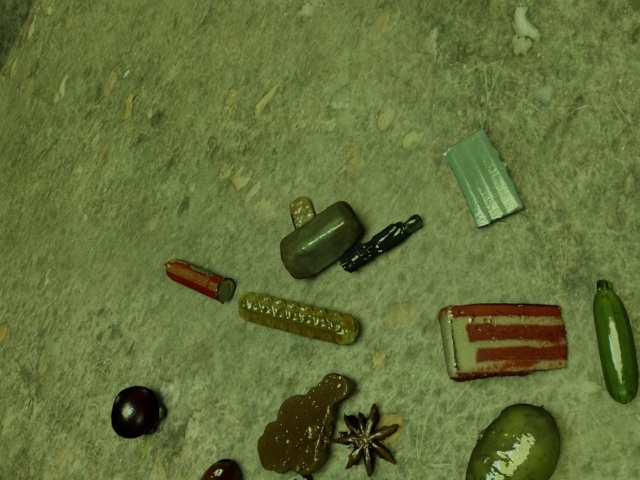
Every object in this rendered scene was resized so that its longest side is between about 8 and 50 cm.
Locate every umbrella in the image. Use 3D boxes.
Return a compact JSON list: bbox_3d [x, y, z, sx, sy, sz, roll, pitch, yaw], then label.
[{"bbox_3d":[0.153,0.004,1.373,0.236,0.059,0.066,-34,21,11],"label":"umbrella"}]

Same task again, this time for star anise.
[{"bbox_3d":[0.108,0.466,1.262,0.168,0.057,0.167,-8,72,27],"label":"star anise"}]

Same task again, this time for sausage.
[{"bbox_3d":[-0.374,0.111,1.602,0.264,0.083,0.083,18,84,31],"label":"sausage"}]

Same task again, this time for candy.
[{"bbox_3d":[0.000,0.000,1.418,0.234,0.102,0.104,-33,43,12],"label":"candy"}]

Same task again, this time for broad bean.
[{"bbox_3d":[-0.259,0.649,1.384,0.114,0.084,0.165,-5,79,21],"label":"broad bean"}]

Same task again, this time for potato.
[{"bbox_3d":[0.391,0.441,1.095,0.149,0.113,0.251,28,81,38],"label":"potato"}]

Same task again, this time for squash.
[{"bbox_3d":[0.591,0.197,1.085,0.066,0.066,0.251,-10,71,25],"label":"squash"}]

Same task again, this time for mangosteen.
[{"bbox_3d":[-0.521,0.491,1.543,0.153,0.152,0.152,-8,72,25],"label":"mangosteen"}]

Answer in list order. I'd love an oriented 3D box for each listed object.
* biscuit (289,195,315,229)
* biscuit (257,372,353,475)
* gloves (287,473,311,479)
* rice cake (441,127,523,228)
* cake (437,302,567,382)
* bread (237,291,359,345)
[{"bbox_3d":[-0.045,-0.059,1.515,0.071,0.018,0.147,-25,64,16],"label":"biscuit"},{"bbox_3d":[-0.032,0.456,1.332,0.183,0.047,0.319,38,97,39],"label":"biscuit"},{"bbox_3d":[-0.057,0.608,1.325,0.064,0.026,0.086,25,93,32],"label":"gloves"},{"bbox_3d":[0.391,-0.153,1.303,0.127,0.043,0.237,-28,66,17],"label":"rice cake"},{"bbox_3d":[0.386,0.228,1.193,0.262,0.159,0.158,1,73,-8],"label":"cake"},{"bbox_3d":[-0.065,0.203,1.416,0.368,0.077,0.084,9,79,28],"label":"bread"}]
